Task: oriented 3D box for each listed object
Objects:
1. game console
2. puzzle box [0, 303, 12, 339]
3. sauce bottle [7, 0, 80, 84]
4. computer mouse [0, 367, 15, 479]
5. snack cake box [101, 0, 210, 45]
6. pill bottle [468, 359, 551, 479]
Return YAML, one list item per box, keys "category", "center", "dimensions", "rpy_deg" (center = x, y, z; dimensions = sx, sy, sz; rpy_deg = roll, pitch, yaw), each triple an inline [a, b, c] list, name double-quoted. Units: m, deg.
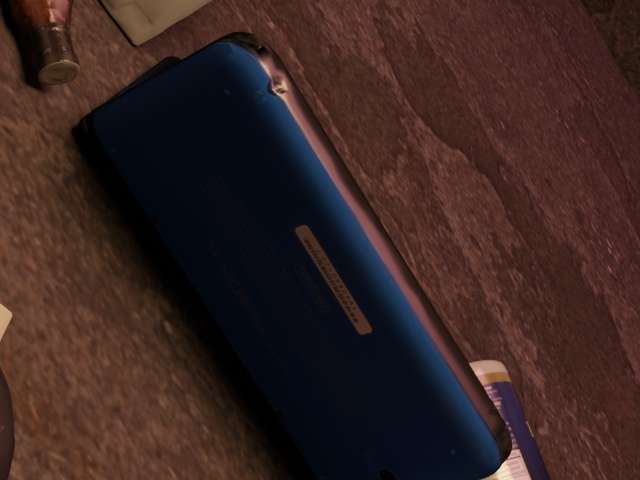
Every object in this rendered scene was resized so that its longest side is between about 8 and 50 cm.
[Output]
- category: "game console"
  center: [0.000, 0.000, 0.995]
  dimensions: [0.173, 0.250, 0.293]
  rpy_deg: [-41, 104, -40]
- category: "puzzle box"
  center: [-0.278, 0.023, 0.354]
  dimensions: [0.409, 0.052, 0.272]
  rpy_deg: [45, 58, -37]
- category: "sauce bottle"
  center: [-0.172, -0.154, 0.955]
  dimensions: [0.042, 0.042, 0.128]
  rpy_deg: [23, 47, -57]
- category: "computer mouse"
  center: [-0.172, 0.022, 0.754]
  dimensions: [0.071, 0.041, 0.242]
  rpy_deg: [36, 33, -46]
- category: "snack cake box"
  center: [-0.070, -0.259, 1.144]
  dimensions: [0.089, 0.152, 0.264]
  rpy_deg: [53, 24, -20]
- category: "pill bottle"
  center: [0.118, 0.179, 1.128]
  dimensions: [0.094, 0.094, 0.169]
  rpy_deg: [14, 52, -61]
